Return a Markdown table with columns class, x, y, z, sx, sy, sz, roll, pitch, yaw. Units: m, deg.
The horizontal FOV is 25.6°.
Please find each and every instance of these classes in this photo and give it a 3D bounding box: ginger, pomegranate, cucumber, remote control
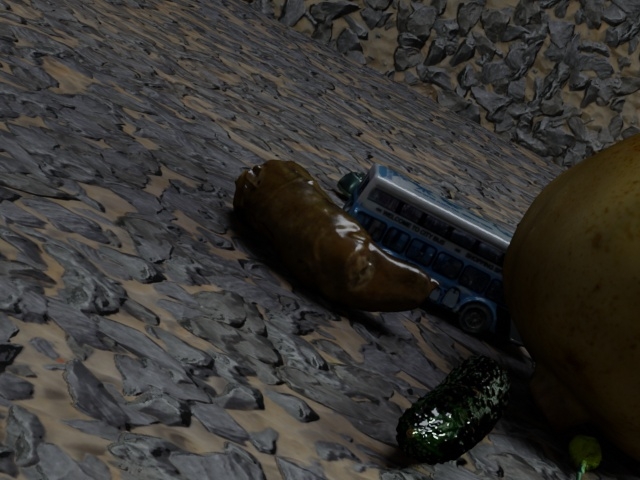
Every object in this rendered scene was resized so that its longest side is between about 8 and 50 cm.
| class | x | y | z | sx | sy | sz | roll | pitch | yaw |
| --- | --- | --- | --- | --- | --- | --- | --- | --- | --- |
| ginger | -0.009 | -0.009 | 1.638 | 0.309 | 0.107 | 0.133 | 40 | -5 | 43 |
| pomegranate | 0.384 | 0.069 | 1.565 | 0.417 | 0.416 | 0.416 | 26 | 14 | -7 |
| cucumber | 0.124 | 0.165 | 1.325 | 0.072 | 0.072 | 0.300 | 31 | 14 | 13 |
| remote control | 0.124 | -0.053 | 2.173 | 0.222 | 0.042 | 0.072 | 20 | 18 | -29 |

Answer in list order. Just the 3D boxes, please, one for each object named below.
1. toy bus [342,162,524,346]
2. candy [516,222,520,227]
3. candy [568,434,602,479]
| class | x | y | z | sx | sy | sz | roll | pitch | yaw |
| --- | --- | --- | --- | --- | --- | --- | --- | --- | --- |
| toy bus | 0.162 | 0.022 | 1.786 | 0.297 | 0.131 | 0.106 | 28 | 13 | -6 |
| candy | 0.371 | 0.058 | 2.078 | 0.187 | 0.081 | 0.297 | 62 | 23 | 15 |
| candy | 0.266 | 0.234 | 1.439 | 0.035 | 0.035 | 0.123 | -1 | 16 | 18 |
